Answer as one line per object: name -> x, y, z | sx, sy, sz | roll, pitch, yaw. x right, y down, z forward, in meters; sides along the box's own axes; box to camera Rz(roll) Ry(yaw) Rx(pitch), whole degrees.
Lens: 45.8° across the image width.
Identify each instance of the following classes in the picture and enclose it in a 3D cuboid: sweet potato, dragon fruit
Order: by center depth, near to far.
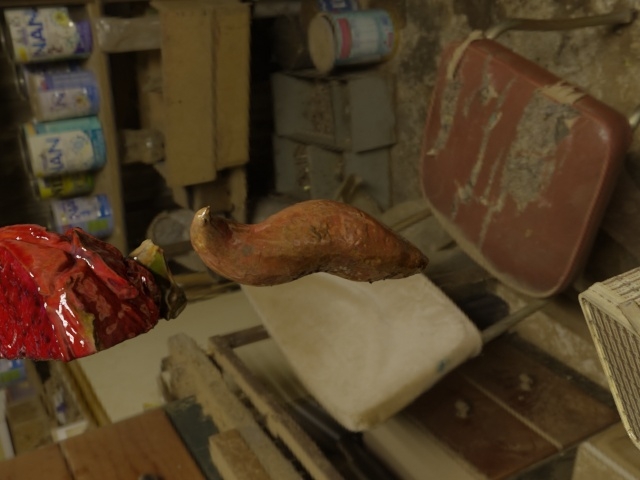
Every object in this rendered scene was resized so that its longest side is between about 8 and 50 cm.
dragon fruit -> -0.148, 0.025, 0.462 | 0.162, 0.106, 0.083 | -16, 88, 50
sweet potato -> -0.001, 0.001, 0.524 | 0.055, 0.202, 0.058 | -55, 45, 38

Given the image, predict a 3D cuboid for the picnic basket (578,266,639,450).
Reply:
picnic basket -> 0.409, 0.157, 0.745 | 0.313, 0.175, 0.228 | -111, -3, -73
